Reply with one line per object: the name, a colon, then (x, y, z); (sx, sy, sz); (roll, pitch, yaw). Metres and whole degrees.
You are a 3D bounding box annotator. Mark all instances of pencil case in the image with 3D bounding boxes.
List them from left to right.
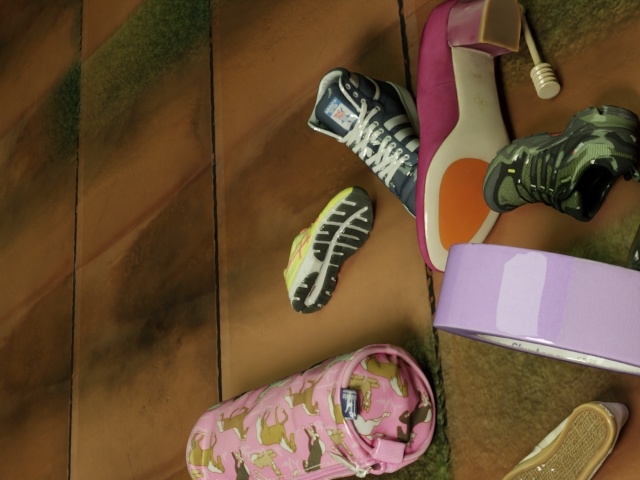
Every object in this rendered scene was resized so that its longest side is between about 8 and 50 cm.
pencil case: (-0.022, 0.259, 1.803); (0.386, 0.167, 0.160); (-25, 92, 47)

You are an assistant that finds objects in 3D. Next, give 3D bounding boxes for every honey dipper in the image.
honey dipper: (0.272, -0.247, 1.715); (0.030, 0.030, 0.160); (-46, 40, 34)

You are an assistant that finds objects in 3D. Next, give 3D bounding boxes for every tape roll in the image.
tape roll: (0.259, 0.076, 1.380); (0.275, 0.275, 0.090); (5, 79, 55)

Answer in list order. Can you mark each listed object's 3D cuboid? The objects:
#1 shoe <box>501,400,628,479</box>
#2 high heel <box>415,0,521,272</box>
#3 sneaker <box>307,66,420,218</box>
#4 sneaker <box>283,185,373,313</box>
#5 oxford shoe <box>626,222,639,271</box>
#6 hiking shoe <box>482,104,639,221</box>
shoe: (0.269, 0.257, 1.494); (0.076, 0.058, 0.219); (47, 123, 17)
high heel: (0.169, -0.139, 1.756); (0.181, 0.127, 0.377); (-5, 67, 64)
sneaker: (0.080, -0.132, 1.821); (0.099, 0.153, 0.282); (-53, 40, 28)
sneaker: (0.000, 0.000, 1.943); (0.208, 0.081, 0.094); (-58, 35, 21)
oxford shoe: (0.389, -0.051, 1.438); (0.227, 0.083, 0.096); (-62, 24, 5)
hiking shoe: (0.280, -0.070, 1.579); (0.227, 0.086, 0.114); (-32, 49, 43)
